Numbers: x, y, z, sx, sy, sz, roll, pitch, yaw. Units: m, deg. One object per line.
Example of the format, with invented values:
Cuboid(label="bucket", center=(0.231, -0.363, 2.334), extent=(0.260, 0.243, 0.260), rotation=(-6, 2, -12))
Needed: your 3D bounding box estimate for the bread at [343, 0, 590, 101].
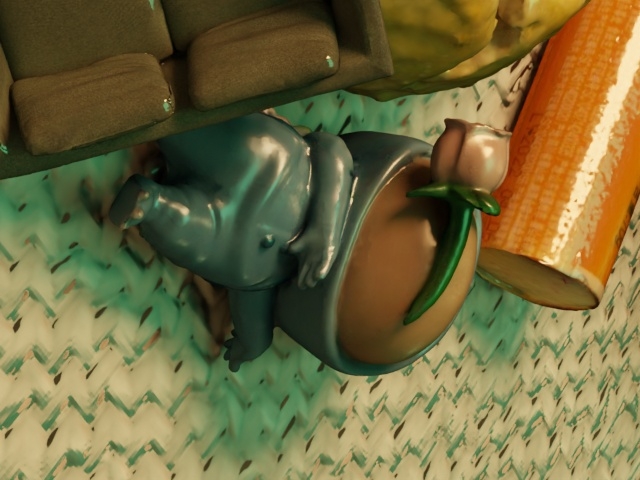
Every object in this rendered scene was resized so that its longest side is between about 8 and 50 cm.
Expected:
Cuboid(label="bread", center=(0.049, -0.171, 0.727), extent=(0.244, 0.134, 0.244), rotation=(-17, 113, -45))

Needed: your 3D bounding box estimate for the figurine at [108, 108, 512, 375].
Cuboid(label="figurine", center=(0.003, -0.004, 0.709), extent=(0.178, 0.144, 0.114), rotation=(23, 76, -37))

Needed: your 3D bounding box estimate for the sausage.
Cuboid(label="sausage", center=(0.145, -0.083, 0.904), extent=(0.071, 0.071, 0.234), rotation=(38, 70, -46))

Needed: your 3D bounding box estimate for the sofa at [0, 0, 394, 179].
Cuboid(label="sofa", center=(-0.055, -0.080, 0.619), extent=(0.147, 0.060, 0.085), rotation=(-14, 116, 0))
